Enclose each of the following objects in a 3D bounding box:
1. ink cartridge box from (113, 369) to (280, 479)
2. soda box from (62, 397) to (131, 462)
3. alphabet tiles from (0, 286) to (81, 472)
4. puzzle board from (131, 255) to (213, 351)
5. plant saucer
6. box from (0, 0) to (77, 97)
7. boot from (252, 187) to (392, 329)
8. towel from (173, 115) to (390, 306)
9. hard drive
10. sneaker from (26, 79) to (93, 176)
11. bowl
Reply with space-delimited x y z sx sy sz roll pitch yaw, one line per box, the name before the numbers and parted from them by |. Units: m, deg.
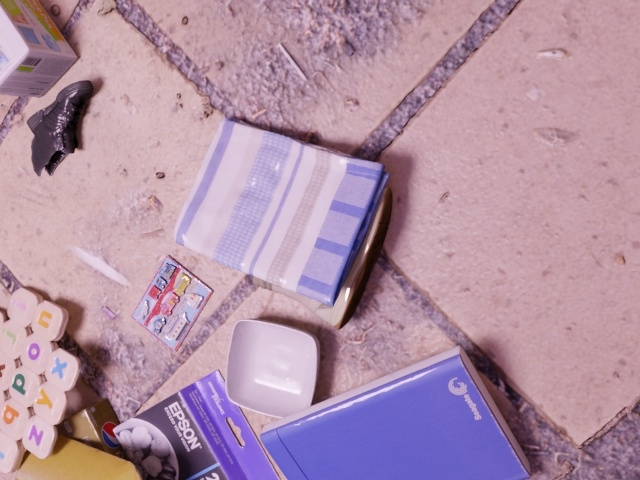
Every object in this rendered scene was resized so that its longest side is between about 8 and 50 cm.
ink cartridge box | -0.201 0.343 1.147 0.208 0.045 0.206 -32 86 18
soda box | -0.353 0.361 1.191 0.058 0.061 0.181 -28 88 20
alphabet tiles | -0.508 0.230 1.198 0.278 0.021 0.284 18 90 32
puzzle board | -0.240 0.102 1.145 0.096 0.011 0.128 37 107 11
plant saucer | -0.375 0.491 1.129 0.333 0.081 0.333 -1 102 44
box | -0.499 -0.337 1.120 0.103 0.114 0.203 -38 84 21
boot | 0.000 0.000 1.018 0.165 0.077 0.213 25 105 17
towel | -0.064 -0.050 0.998 0.285 0.034 0.209 21 84 27
hard drive | 0.101 0.296 1.012 0.318 0.040 0.210 -27 105 20
sneaker | -0.410 -0.178 1.148 0.170 0.051 0.089 -28 88 25
bowl | -0.066 0.188 1.075 0.142 0.053 0.142 11 100 17
